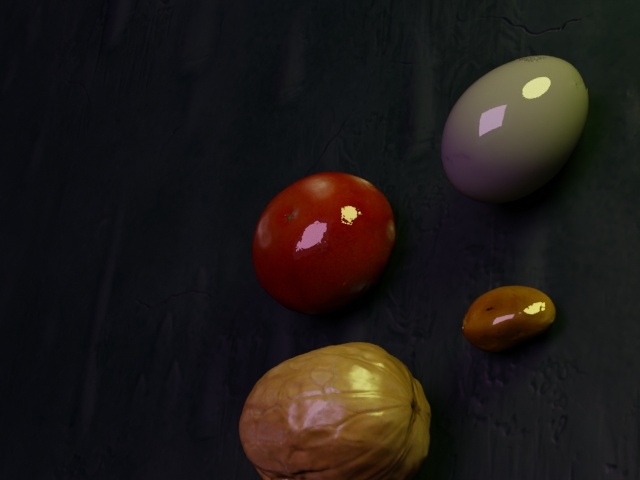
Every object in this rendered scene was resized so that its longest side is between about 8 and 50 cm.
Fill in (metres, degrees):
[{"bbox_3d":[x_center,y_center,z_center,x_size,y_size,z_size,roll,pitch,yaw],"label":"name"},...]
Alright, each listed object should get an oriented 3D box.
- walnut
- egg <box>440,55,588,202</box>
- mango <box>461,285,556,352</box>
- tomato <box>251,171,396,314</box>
[{"bbox_3d":[0.016,0.212,1.748,0.222,0.195,0.195,-12,56,39],"label":"walnut"},{"bbox_3d":[0.230,-0.132,1.810,0.199,0.146,0.146,-41,41,7],"label":"egg"},{"bbox_3d":[0.214,0.088,1.742,0.114,0.060,0.080,-13,39,42],"label":"mango"},{"bbox_3d":[0.000,0.000,1.958,0.195,0.136,0.195,-26,47,31],"label":"tomato"}]
